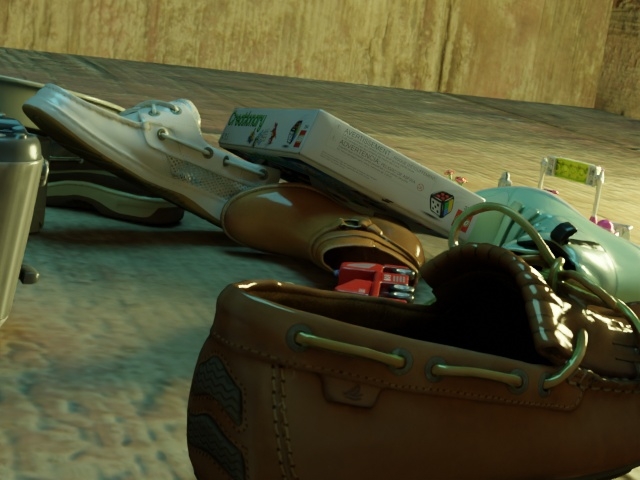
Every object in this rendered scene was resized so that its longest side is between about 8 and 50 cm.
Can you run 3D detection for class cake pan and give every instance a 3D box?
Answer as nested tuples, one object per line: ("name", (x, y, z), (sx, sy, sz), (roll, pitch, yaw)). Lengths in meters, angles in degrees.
("cake pan", (-0.386, -0.161, 1.503), (0.293, 0.054, 0.293), (9, -2, 0))

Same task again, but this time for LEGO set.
("LEGO set", (0.219, -0.048, 1.369), (0.287, 0.107, 0.132), (13, 13, 24))

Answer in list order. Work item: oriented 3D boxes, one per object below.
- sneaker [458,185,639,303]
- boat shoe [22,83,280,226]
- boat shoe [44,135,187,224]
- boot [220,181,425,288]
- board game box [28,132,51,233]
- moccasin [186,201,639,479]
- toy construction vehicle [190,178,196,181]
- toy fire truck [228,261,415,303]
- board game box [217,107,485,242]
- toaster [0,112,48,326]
("sneaker", (0.188, 0.000, 1.140), (0.151, 0.094, 0.256), (6, 13, -41))
("boat shoe", (-0.155, -0.095, 1.159), (0.277, 0.096, 0.098), (28, -4, -37))
("boat shoe", (-0.261, -0.087, 1.273), (0.257, 0.095, 0.095), (10, 12, 10))
("boot", (0.000, 0.000, 1.098), (0.197, 0.073, 0.152), (6, 14, 0))
("board game box", (-0.437, -0.070, 1.091), (0.303, 0.098, 0.224), (13, 12, 24))
("moccasin", (0.098, 0.059, 0.695), (0.380, 0.147, 0.139), (1, 14, -31))
("toy construction vehicle", (-0.124, -0.055, 1.360), (0.098, 0.035, 0.086), (9, 12, 7))
("toy fire truck", (0.002, 0.052, 0.914), (0.135, 0.047, 0.192), (7, 11, 3))
("board game box", (0.020, -0.074, 1.258), (0.193, 0.053, 0.305), (27, -3, -20))
("toaster", (-0.296, -0.013, 0.785), (0.227, 0.146, 0.129), (3, 12, -25))
